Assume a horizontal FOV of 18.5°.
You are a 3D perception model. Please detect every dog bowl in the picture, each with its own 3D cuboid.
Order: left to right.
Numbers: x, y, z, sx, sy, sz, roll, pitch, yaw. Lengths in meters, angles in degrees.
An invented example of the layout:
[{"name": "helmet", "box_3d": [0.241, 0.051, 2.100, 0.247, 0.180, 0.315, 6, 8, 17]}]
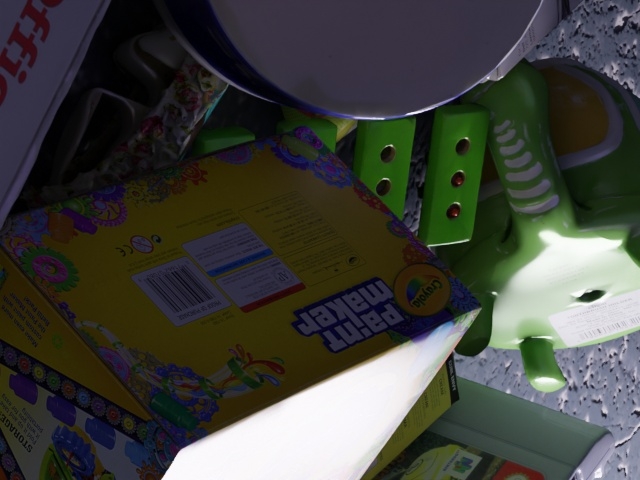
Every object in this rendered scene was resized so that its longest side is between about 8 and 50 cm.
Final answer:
[{"name": "dog bowl", "box_3d": [0.019, -0.211, 1.254, 0.265, 0.104, 0.265, -5, 103, -23]}]

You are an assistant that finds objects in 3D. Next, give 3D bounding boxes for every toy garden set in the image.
[{"name": "toy garden set", "box_3d": [0.000, 0.000, 1.456, 0.244, 0.049, 0.204, -7, 116, -31]}]

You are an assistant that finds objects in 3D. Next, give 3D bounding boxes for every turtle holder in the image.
[{"name": "turtle holder", "box_3d": [0.183, -0.030, 1.627, 0.320, 0.243, 0.227, 12, 56, -41]}]

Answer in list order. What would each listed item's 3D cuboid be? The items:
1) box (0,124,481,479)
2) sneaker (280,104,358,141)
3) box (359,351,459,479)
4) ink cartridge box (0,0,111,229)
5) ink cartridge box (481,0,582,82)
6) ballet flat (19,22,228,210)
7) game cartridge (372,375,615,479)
[{"name": "box", "box_3d": [-0.101, 0.110, 1.214, 0.290, 0.177, 0.279, -21, 151, -49]}, {"name": "sneaker", "box_3d": [-0.011, -0.128, 1.408, 0.094, 0.081, 0.208, -49, 161, -29]}, {"name": "box", "box_3d": [0.012, 0.154, 1.564, 0.232, 0.087, 0.058, -37, 127, -41]}, {"name": "ink cartridge box", "box_3d": [-0.312, -0.130, 0.945, 0.395, 0.166, 0.285, 42, 68, -51]}, {"name": "ink cartridge box", "box_3d": [0.123, -0.223, 1.520, 0.219, 0.160, 0.092, -44, 133, -38]}, {"name": "ballet flat", "box_3d": [-0.117, -0.089, 1.310, 0.077, 0.091, 0.241, 42, 60, -23]}, {"name": "game cartridge", "box_3d": [0.084, 0.227, 1.590, 0.294, 0.196, 0.060, -47, 136, -34]}]
